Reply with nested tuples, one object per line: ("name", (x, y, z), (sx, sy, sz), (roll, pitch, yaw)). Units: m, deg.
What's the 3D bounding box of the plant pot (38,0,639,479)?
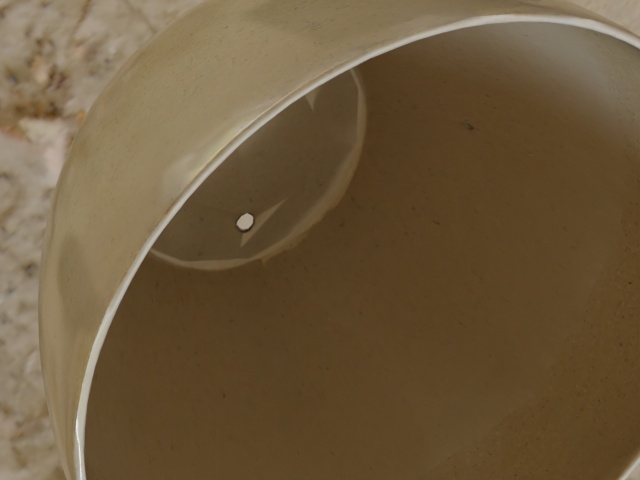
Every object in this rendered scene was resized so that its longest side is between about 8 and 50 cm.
("plant pot", (0.000, 0.000, 0.672), (0.191, 0.284, 0.284), (47, 140, 48))
